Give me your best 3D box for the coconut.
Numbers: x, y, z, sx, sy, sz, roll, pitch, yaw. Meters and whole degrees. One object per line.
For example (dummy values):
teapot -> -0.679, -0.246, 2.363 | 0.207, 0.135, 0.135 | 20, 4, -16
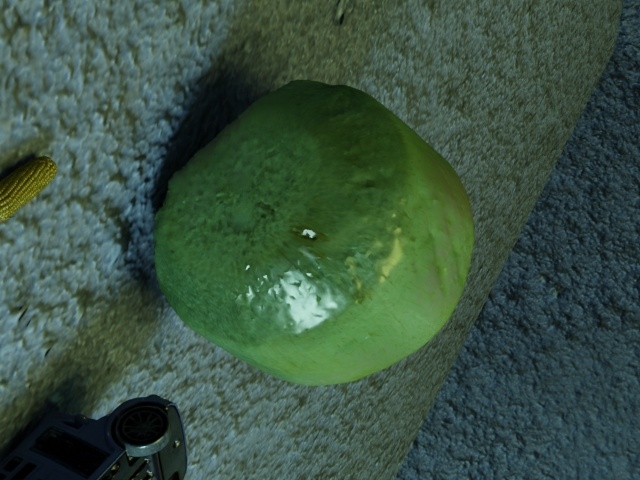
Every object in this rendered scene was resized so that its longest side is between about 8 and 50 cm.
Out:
coconut -> 0.000, 0.000, 1.081 | 0.328, 0.281, 0.328 | -35, 138, -40

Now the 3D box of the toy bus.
toy bus -> -0.243, 0.254, 0.947 | 0.292, 0.133, 0.125 | -47, 147, -40

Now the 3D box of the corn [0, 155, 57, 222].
corn -> -0.233, -0.038, 0.806 | 0.083, 0.028, 0.027 | -51, 150, -48
